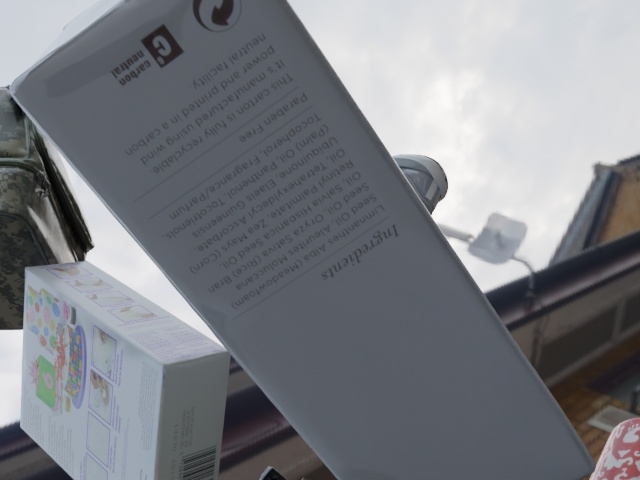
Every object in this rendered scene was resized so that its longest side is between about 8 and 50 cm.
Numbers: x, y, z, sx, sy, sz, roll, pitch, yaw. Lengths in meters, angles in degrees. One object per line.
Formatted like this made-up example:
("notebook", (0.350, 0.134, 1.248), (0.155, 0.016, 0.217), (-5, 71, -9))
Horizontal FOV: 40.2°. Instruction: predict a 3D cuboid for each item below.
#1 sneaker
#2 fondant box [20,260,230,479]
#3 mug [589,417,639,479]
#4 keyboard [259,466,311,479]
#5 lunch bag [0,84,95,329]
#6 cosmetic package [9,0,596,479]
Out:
("sneaker", (0.021, -0.039, 0.989), (0.132, 0.229, 0.086), (-64, -37, -42))
("fondant box", (-0.254, 0.188, 1.079), (0.096, 0.330, 0.238), (-10, -66, -44))
("mug", (0.301, 0.255, 0.780), (0.169, 0.150, 0.113), (-48, -39, -44))
("keyboard", (-0.016, 0.390, 1.248), (0.192, 0.038, 0.100), (48, -136, -27))
("lunch bag", (-0.466, -0.047, 1.293), (0.305, 0.212, 0.256), (83, -177, -51))
("cosmetic package", (0.000, 0.000, 0.653), (0.161, 0.230, 0.453), (-34, -68, 7))
